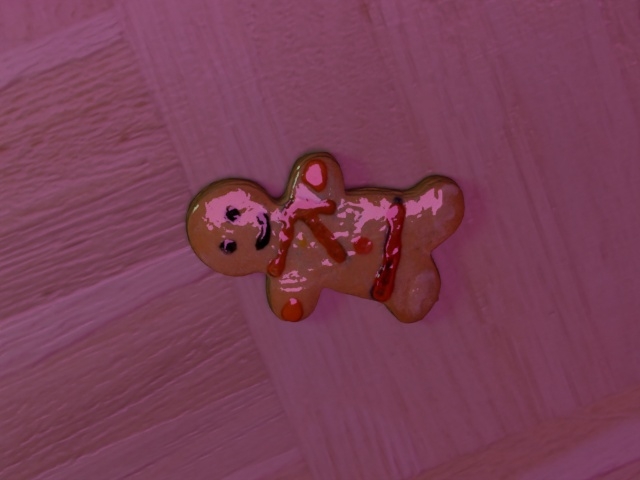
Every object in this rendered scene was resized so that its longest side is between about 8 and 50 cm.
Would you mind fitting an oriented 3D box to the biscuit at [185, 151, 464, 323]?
[{"bbox_3d":[0.000,0.000,1.620,0.234,0.030,0.153,10,104,-12],"label":"biscuit"}]
